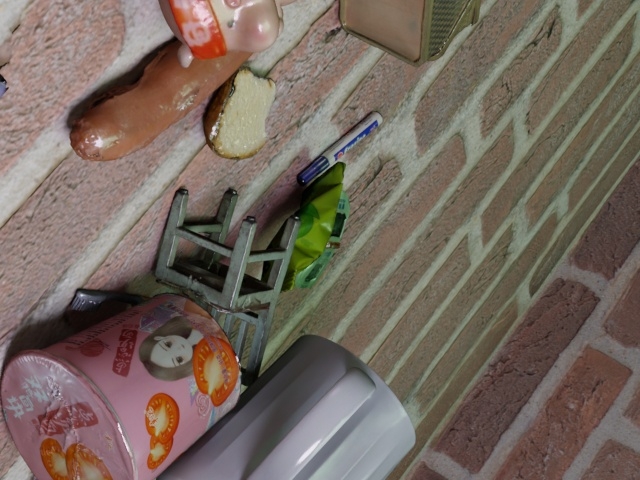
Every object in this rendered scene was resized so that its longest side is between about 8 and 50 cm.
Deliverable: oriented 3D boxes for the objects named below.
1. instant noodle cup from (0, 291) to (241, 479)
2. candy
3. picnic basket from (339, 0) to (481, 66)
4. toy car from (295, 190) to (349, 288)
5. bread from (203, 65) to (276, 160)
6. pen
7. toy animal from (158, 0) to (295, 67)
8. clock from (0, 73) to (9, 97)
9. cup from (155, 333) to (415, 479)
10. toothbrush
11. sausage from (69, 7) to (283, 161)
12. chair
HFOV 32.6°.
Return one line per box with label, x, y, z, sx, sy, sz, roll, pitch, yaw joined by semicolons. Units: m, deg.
instant noodle cup;-0.248;0.202;1.418;0.231;0.243;0.243;-32;144;-46
candy;-0.029;0.001;1.684;0.149;0.069;0.246;-39;-163;55
picnic basket;0.128;-0.396;1.528;0.139;0.165;0.267;-41;148;-31
toy car;0.000;0.000;1.855;0.093;0.058;0.186;6;113;-60
bread;-0.112;-0.174;1.485;0.129;0.044;0.126;6;105;-59
pen;0.033;-0.150;1.787;0.204;0.025;0.025;-42;150;-31
toy animal;-0.105;-0.299;1.236;0.198;0.171;0.171;-46;152;-33
clock;-0.371;-0.171;0.900;0.073;0.144;0.193;-49;155;7
cup;-0.046;0.308;1.499;0.327;0.237;0.323;-43;171;-26
toothbrush;-0.245;0.093;1.554;0.031;0.023;0.321;-56;154;11
sausage;-0.171;-0.194;1.312;0.326;0.079;0.087;-44;162;-25
chair;-0.147;0.072;1.545;0.147;0.136;0.271;-6;116;-61
